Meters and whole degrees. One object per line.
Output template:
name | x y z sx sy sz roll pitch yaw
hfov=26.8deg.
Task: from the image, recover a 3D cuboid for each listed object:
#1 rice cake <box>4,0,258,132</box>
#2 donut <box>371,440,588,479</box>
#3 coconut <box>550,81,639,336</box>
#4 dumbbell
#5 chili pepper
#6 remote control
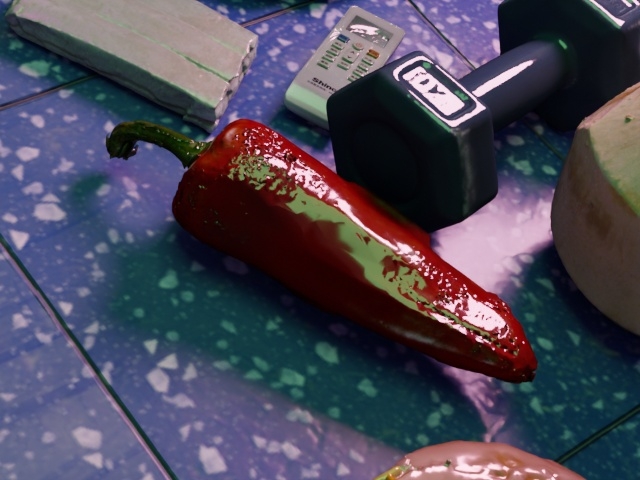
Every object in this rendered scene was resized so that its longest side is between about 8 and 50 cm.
rice cake | -0.165 -0.183 1.186 0.211 0.038 0.124 23 49 2
donut | 0.100 0.245 0.888 0.199 0.085 0.233 6 51 -14
coconut | 0.307 -0.038 1.094 0.241 0.241 0.241 9 50 -11
dumbbell | 0.157 -0.128 1.176 0.143 0.156 0.316 20 40 40
chili pepper | 0.000 0.000 1.043 0.387 0.110 0.110 32 50 5
remote control | 0.023 -0.158 1.231 0.061 0.029 0.162 29 44 5
